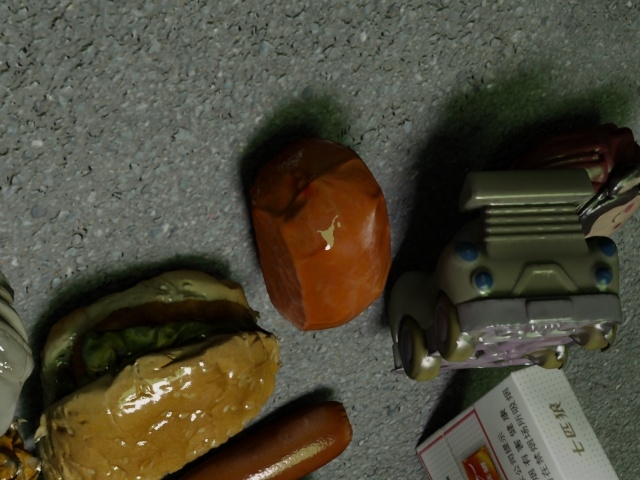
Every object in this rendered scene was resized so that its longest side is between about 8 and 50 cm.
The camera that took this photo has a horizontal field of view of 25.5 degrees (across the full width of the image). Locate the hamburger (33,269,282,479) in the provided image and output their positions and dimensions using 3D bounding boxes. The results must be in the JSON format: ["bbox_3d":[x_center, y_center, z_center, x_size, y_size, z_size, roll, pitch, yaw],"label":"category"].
[{"bbox_3d":[-0.214,0.159,1.668,0.330,0.162,0.209,-31,141,-5],"label":"hamburger"}]

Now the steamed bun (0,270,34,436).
[{"bbox_3d":[-0.375,0.081,1.448,0.144,0.218,0.211,-45,141,-31],"label":"steamed bun"}]

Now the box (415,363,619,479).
[{"bbox_3d":[0.286,0.337,2.107,0.095,0.210,0.330,-15,161,-28],"label":"box"}]

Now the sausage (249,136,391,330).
[{"bbox_3d":[0.001,-0.001,1.701,0.141,0.153,0.268,-32,141,-21],"label":"sausage"}]

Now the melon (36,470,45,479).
[{"bbox_3d":[-0.359,0.330,1.755,0.162,0.099,0.099,-19,136,-22],"label":"melon"}]

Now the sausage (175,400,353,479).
[{"bbox_3d":[-0.088,0.316,1.976,0.300,0.083,0.089,-28,150,-14],"label":"sausage"}]

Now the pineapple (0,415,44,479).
[{"bbox_3d":[-0.391,0.220,1.566,0.250,0.140,0.164,-22,112,-72],"label":"pineapple"}]

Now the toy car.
[{"bbox_3d":[0.230,0.056,1.850,0.242,0.226,0.336,-3,168,-13],"label":"toy car"}]

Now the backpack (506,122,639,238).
[{"bbox_3d":[0.336,-0.068,1.936,0.229,0.139,0.229,-18,153,-10],"label":"backpack"}]
